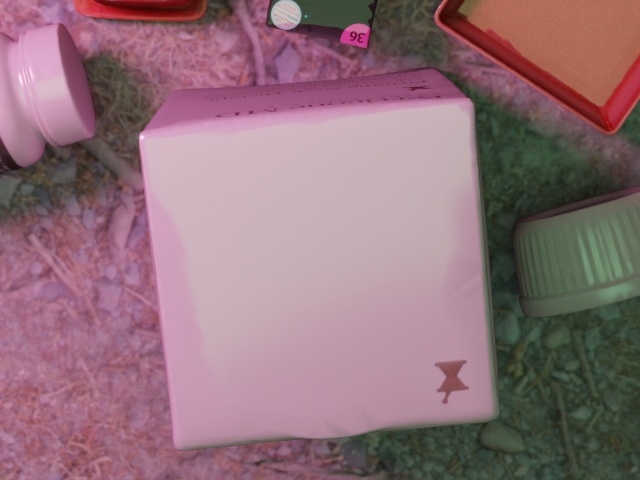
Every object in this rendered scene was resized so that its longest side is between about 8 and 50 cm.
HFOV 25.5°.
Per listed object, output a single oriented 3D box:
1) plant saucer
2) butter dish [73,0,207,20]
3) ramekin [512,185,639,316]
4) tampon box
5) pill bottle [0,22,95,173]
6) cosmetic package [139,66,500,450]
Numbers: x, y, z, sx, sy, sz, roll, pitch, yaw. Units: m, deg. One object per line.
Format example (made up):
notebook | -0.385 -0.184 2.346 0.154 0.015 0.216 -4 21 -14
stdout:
plant saucer | 0.305 -0.296 1.651 0.259 0.048 0.258 32 100 -6
butter dish | -0.208 -0.327 1.604 0.160 0.118 0.159 2 103 -1
ramekin | 0.321 0.008 1.640 0.207 0.207 0.109 -15 93 3
tampon box | 0.011 -0.312 1.616 0.121 0.101 0.161 11 102 -2
pill bottle | -0.412 -0.146 1.618 0.283 0.161 0.161 -14 102 2
cosmetic package | 0.000 0.000 1.534 0.330 0.393 0.327 -5 102 0
